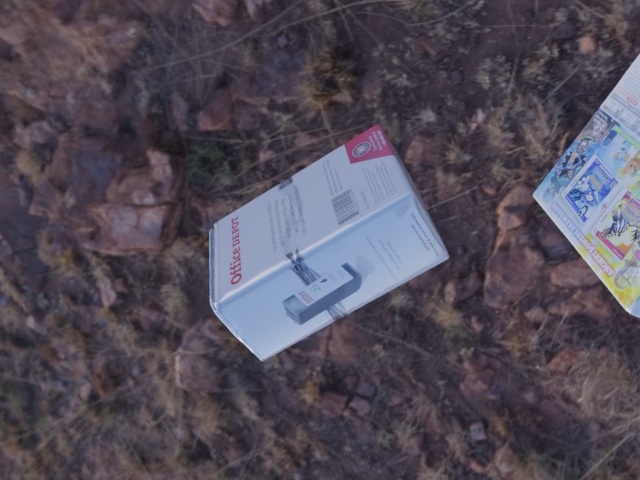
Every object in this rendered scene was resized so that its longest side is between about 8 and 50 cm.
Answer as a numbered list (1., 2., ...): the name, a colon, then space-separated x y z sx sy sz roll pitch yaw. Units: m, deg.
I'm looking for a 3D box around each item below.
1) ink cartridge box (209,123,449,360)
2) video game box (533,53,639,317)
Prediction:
1. ink cartridge box: 0.000 0.000 0.740 0.218 0.158 0.092 -29 122 10
2. video game box: 0.287 -0.058 0.620 0.048 0.205 0.187 26 114 -21
